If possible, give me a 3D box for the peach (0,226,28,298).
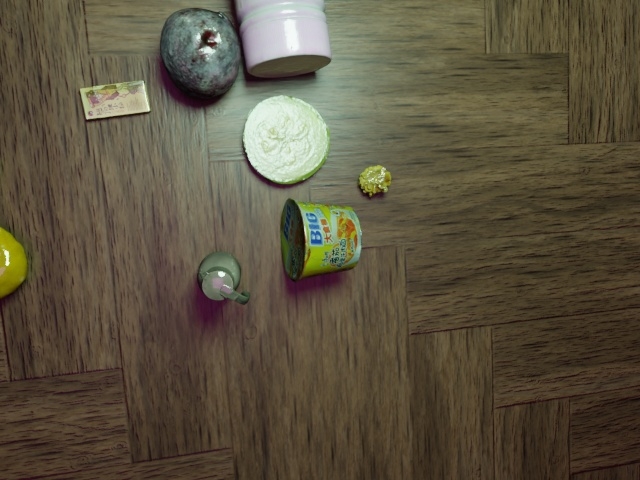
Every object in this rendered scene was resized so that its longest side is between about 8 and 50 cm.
[{"bbox_3d":[-0.746,0.051,1.020,0.179,0.103,0.179,-1,97,-8],"label":"peach"}]

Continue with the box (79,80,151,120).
[{"bbox_3d":[-0.478,-0.325,1.076,0.149,0.020,0.073,-11,98,-9],"label":"box"}]

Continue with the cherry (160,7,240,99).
[{"bbox_3d":[-0.263,-0.414,1.025,0.195,0.195,0.195,-1,95,-11],"label":"cherry"}]

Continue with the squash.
[{"bbox_3d":[-0.084,-0.250,1.147,0.219,0.041,0.219,-1,96,-11],"label":"squash"}]

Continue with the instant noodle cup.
[{"bbox_3d":[0.000,0.000,1.117,0.153,0.205,0.204,0,95,-21],"label":"instant noodle cup"}]

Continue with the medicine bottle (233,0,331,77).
[{"bbox_3d":[-0.094,-0.546,1.035,0.202,0.202,0.315,-9,96,-10],"label":"medicine bottle"}]

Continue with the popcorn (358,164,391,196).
[{"bbox_3d":[0.139,-0.153,1.190,0.082,0.057,0.083,11,96,-10],"label":"popcorn"}]

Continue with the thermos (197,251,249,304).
[{"bbox_3d":[-0.222,0.097,1.076,0.137,0.193,0.105,40,86,-12],"label":"thermos"}]
